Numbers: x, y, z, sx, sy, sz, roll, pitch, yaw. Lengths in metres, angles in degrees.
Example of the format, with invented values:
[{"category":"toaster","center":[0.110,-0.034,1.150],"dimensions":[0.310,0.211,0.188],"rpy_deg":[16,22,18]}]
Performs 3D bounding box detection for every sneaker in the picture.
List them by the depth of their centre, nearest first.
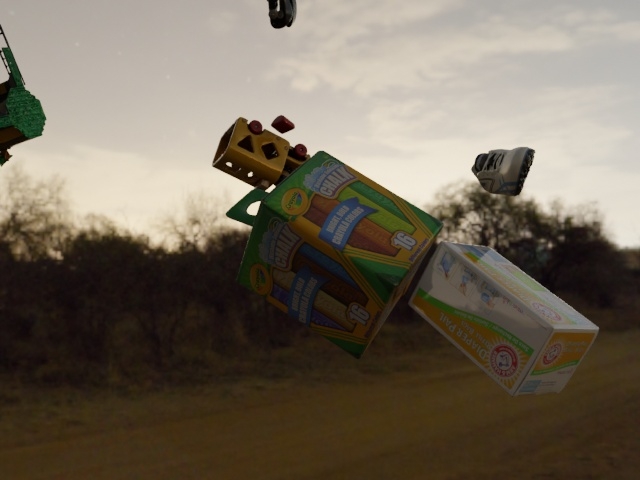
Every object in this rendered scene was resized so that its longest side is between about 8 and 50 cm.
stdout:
[{"category":"sneaker","center":[0.317,-0.126,1.355],"dimensions":[0.086,0.085,0.237],"rpy_deg":[22,-1,1]}]

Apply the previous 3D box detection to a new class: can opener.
[{"category":"can opener","center":[-0.092,-0.551,1.665],"dimensions":[0.059,0.186,0.073],"rpy_deg":[2,34,15]}]

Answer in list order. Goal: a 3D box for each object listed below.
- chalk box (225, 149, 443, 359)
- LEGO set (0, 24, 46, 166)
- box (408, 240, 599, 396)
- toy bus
[{"category":"chalk box","center":[0.000,0.000,1.150],"dimensions":[0.289,0.179,0.180],"rpy_deg":[32,44,9]},{"category":"LEGO set","center":[-0.479,-0.207,0.831],"dimensions":[0.192,0.331,0.255],"rpy_deg":[-14,19,21]},{"category":"box","center":[0.232,0.098,0.993],"dimensions":[0.114,0.103,0.203],"rpy_deg":[6,27,-43]},{"category":"toy bus","center":[-0.106,-0.144,1.471],"dimensions":[0.202,0.104,0.191],"rpy_deg":[4,-29,20]}]
